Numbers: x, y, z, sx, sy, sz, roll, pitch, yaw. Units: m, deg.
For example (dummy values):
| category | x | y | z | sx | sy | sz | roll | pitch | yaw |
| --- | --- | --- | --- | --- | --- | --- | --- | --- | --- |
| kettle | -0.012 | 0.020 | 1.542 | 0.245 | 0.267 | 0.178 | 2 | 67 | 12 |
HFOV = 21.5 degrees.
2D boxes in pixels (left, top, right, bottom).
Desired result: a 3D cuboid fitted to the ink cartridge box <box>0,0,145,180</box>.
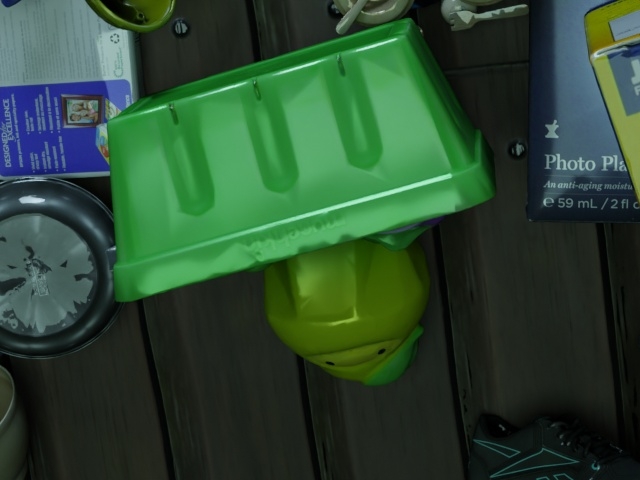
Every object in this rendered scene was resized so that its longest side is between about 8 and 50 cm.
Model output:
| category | x | y | z | sx | sy | sz | roll | pitch | yaw |
| --- | --- | --- | --- | --- | --- | --- | --- | --- | --- |
| ink cartridge box | -0.289 | -0.168 | 1.773 | 0.208 | 0.045 | 0.206 | -2 | 103 | 9 |

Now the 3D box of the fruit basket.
| category | x | y | z | sx | sy | sz | roll | pitch | yaw |
| --- | --- | --- | --- | --- | --- | --- | --- | --- | --- |
| fruit basket | 0.000 | 0.000 | 1.636 | 0.392 | 0.283 | 0.392 | 1 | 103 | 5 |

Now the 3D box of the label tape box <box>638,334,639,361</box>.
| category | x | y | z | sx | sy | sz | roll | pitch | yaw |
| --- | --- | --- | --- | --- | --- | --- | --- | --- | --- |
| label tape box | 0.429 | 0.153 | 1.574 | 0.241 | 0.333 | 0.106 | -14 | 100 | 13 |

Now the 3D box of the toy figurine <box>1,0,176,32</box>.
| category | x | y | z | sx | sy | sz | roll | pitch | yaw |
| --- | --- | --- | --- | --- | --- | --- | --- | --- | --- |
| toy figurine | -0.297 | -0.330 | 1.716 | 0.362 | 0.191 | 0.217 | 50 | 134 | -3 |

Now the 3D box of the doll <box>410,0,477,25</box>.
| category | x | y | z | sx | sy | sz | roll | pitch | yaw |
| --- | --- | --- | --- | --- | --- | --- | --- | --- | --- |
| doll | 0.083 | -0.284 | 1.682 | 0.189 | 0.046 | 0.129 | 42 | 105 | -8 |

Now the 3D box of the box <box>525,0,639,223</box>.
| category | x | y | z | sx | sy | sz | roll | pitch | yaw |
| --- | --- | --- | --- | --- | --- | --- | --- | --- | --- |
| box | 0.344 | -0.172 | 1.594 | 0.296 | 0.183 | 0.294 | 1 | 102 | 9 |

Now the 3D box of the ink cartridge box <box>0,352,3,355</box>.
| category | x | y | z | sx | sy | sz | roll | pitch | yaw |
| --- | --- | --- | --- | --- | --- | --- | --- | --- | --- |
| ink cartridge box | -0.398 | 0.060 | 1.822 | 0.092 | 0.090 | 0.143 | 2 | 102 | 8 |

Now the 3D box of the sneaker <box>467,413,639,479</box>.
| category | x | y | z | sx | sy | sz | roll | pitch | yaw |
| --- | --- | --- | --- | --- | --- | --- | --- | --- | --- |
| sneaker | 0.253 | 0.231 | 1.707 | 0.267 | 0.101 | 0.106 | -3 | 86 | 42 |

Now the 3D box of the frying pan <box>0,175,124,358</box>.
| category | x | y | z | sx | sy | sz | roll | pitch | yaw |
| --- | --- | --- | --- | --- | --- | --- | --- | --- | --- |
| frying pan | -0.233 | 0.043 | 1.764 | 0.326 | 0.053 | 0.197 | 10 | 101 | -7 |

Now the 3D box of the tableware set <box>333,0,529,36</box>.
| category | x | y | z | sx | sy | sz | roll | pitch | yaw |
| --- | --- | --- | --- | --- | --- | --- | --- | --- | --- |
| tableware set | 0.103 | -0.259 | 1.641 | 0.194 | 0.039 | 0.128 | -11 | 107 | 11 |

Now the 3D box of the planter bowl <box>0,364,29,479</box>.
| category | x | y | z | sx | sy | sz | roll | pitch | yaw |
| --- | --- | --- | --- | --- | --- | --- | --- | --- | --- |
| planter bowl | -0.385 | 0.226 | 1.837 | 0.162 | 0.162 | 0.109 | -14 | 127 | 13 |

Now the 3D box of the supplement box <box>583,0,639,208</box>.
| category | x | y | z | sx | sy | sz | roll | pitch | yaw |
| --- | --- | --- | --- | --- | --- | --- | --- | --- | --- |
| supplement box | 0.330 | -0.108 | 1.331 | 0.194 | 0.356 | 0.195 | -19 | 99 | 12 |
